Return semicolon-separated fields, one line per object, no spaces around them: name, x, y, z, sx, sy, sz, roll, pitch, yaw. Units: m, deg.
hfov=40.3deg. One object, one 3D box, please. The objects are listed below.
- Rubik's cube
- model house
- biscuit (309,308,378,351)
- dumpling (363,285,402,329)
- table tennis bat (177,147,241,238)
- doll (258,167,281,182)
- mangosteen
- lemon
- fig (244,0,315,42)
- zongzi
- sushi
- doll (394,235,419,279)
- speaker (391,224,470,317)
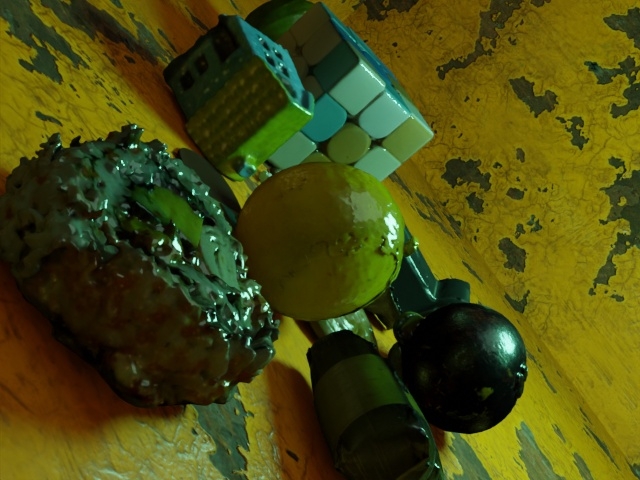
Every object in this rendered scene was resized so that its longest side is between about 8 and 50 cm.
Rubik's cube;0.023;-0.340;2.279;0.344;0.347;0.346;38;20;-41
model house;-0.159;-0.284;1.861;0.216;0.237;0.303;26;30;-51
biscuit;0.040;0.152;1.716;0.262;0.037;0.262;48;20;-24
dumpling;0.071;0.075;1.934;0.332;0.086;0.166;50;-17;0
table tennis bat;-0.196;-0.080;1.677;0.154;0.021;0.274;30;24;-51
doll;-0.117;-0.147;2.020;0.085;0.040;0.058;27;38;-56
mangosteen;0.283;0.257;1.806;0.288;0.288;0.288;45;16;-17
lemon;0.000;0.000;1.530;0.297;0.297;0.297;45;16;-17
fig;-0.115;-0.575;2.594;0.316;0.316;0.316;45;16;-17
zongzi;0.102;0.325;1.409;0.289;0.154;0.317;-113;177;-55
sushi;-0.214;0.025;1.094;0.417;0.176;0.417;45;16;-17
doll;0.020;-0.020;1.767;0.365;0.160;0.094;19;29;-28
speaker;0.183;0.019;2.069;0.388;0.184;0.180;57;20;-17
